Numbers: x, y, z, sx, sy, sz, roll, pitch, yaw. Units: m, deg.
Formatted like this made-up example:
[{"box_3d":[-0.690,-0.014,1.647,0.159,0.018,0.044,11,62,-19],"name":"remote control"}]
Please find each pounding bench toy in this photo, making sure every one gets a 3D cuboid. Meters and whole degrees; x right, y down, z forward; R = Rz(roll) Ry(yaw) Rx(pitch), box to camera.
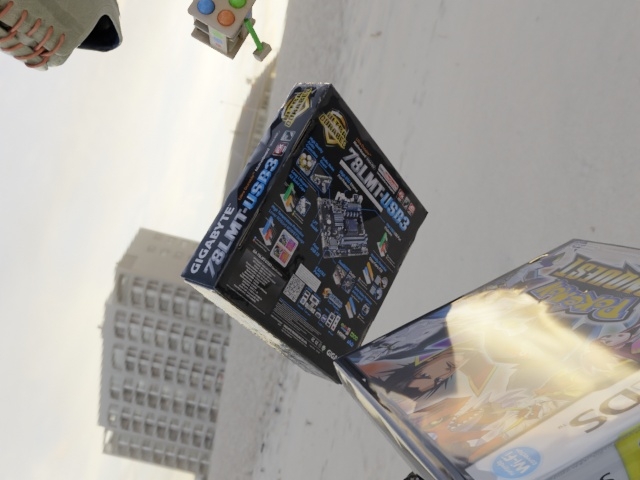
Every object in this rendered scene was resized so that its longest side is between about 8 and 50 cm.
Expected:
[{"box_3d":[-0.087,-0.224,0.700,0.052,0.083,0.065,-61,2,-11],"name":"pounding bench toy"}]

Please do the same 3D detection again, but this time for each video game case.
[{"box_3d":[0.156,0.076,0.465,0.035,0.248,0.275,66,170,-11],"name":"video game case"}]

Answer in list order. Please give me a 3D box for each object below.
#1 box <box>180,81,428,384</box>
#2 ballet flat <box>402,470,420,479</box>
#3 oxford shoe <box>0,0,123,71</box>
[{"box_3d":[0.000,0.000,0.894,0.295,0.073,0.293,45,-115,-44],"name":"box"},{"box_3d":[0.099,0.259,0.558,0.182,0.164,0.483,-33,-4,43],"name":"ballet flat"},{"box_3d":[-0.301,-0.247,0.675,0.146,0.140,0.397,67,-161,-13],"name":"oxford shoe"}]
